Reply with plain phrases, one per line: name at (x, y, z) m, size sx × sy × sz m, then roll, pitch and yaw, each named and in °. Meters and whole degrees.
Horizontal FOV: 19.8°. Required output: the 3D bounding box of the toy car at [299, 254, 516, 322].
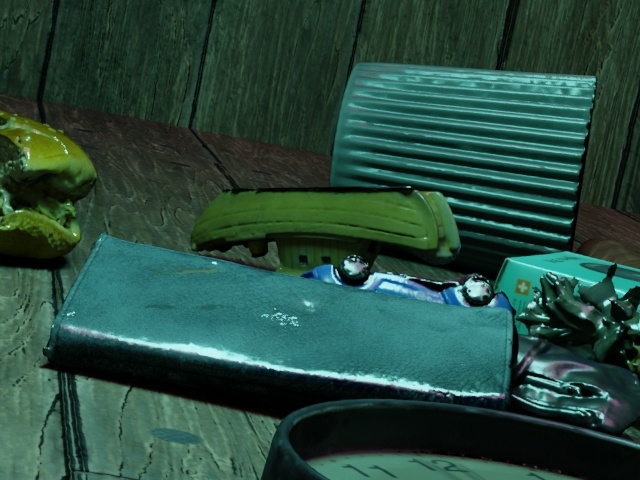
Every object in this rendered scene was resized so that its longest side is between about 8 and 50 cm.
toy car at (0.080, 0.076, 1.764) m, size 0.216 × 0.103 × 0.063 m, roll 9°, pitch 52°, yaw -2°

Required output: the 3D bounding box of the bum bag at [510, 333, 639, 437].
bum bag at (0.144, 0.115, 1.627) m, size 0.310 × 0.074 × 0.137 m, roll 14°, pitch 17°, yaw 19°

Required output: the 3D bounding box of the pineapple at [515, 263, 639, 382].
pineapple at (0.296, 0.099, 1.704) m, size 0.251 × 0.125 × 0.125 m, roll 25°, pitch 14°, yaw 38°

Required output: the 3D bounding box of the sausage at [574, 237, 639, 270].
sausage at (0.398, 0.057, 2.369) m, size 0.088 × 0.088 × 0.433 m, roll 11°, pitch 8°, yaw -5°

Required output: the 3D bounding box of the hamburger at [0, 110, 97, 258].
hamburger at (-0.330, -0.066, 1.945) m, size 0.157 × 0.144 × 0.283 m, roll 7°, pitch 7°, yaw -36°

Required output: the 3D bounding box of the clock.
clock at (0.146, 0.184, 1.107) m, size 0.386 × 0.076 × 0.386 m, roll 12°, pitch 8°, yaw -2°

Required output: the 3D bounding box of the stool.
stool at (0.194, -0.100, 2.499) m, size 0.330 × 0.297 × 0.297 m, roll 9°, pitch 7°, yaw 8°

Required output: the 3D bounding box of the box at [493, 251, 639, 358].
box at (0.345, 0.101, 1.854) m, size 0.311 × 0.118 × 0.205 m, roll 15°, pitch 10°, yaw 25°

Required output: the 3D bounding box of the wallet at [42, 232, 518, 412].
wallet at (-0.023, 0.079, 1.519) m, size 0.379 × 0.046 × 0.190 m, roll 9°, pitch 26°, yaw 3°

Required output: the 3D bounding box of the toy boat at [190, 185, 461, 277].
toy boat at (0.000, 0.000, 2.064) m, size 0.321 × 0.121 × 0.089 m, roll 0°, pitch 2°, yaw 26°

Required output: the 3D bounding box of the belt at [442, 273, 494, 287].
belt at (0.219, 0.079, 2.027) m, size 0.053 × 0.071 × 0.232 m, roll 10°, pitch 1°, yaw 44°
